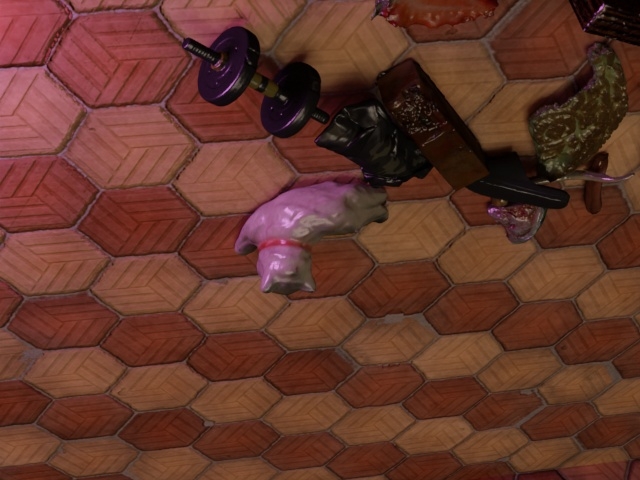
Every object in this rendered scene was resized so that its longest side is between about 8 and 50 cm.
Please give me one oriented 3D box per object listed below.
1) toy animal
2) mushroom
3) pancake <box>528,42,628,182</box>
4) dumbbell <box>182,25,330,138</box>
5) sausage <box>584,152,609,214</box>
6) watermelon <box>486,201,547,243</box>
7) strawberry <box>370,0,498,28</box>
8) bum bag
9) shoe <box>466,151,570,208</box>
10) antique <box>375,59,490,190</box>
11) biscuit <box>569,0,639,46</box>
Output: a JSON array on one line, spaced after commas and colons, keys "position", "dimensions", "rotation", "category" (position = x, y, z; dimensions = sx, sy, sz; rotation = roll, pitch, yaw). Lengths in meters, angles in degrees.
[{"position": [0.000, 0.000, 2.210], "dimensions": [0.308, 0.188, 0.266], "rotation": [7, 130, -17], "category": "toy animal"}, {"position": [0.519, -0.124, 2.263], "dimensions": [0.306, 0.068, 0.043], "rotation": [-12, 144, 14], "category": "mushroom"}, {"position": [0.509, -0.249, 2.126], "dimensions": [0.197, 0.054, 0.376], "rotation": [2, 138, -19], "category": "pancake"}, {"position": [-0.107, -0.278, 1.853], "dimensions": [0.325, 0.143, 0.143], "rotation": [24, 130, -37], "category": "dumbbell"}, {"position": [0.609, -0.123, 2.315], "dimensions": [0.047, 0.040, 0.176], "rotation": [-11, 141, 0], "category": "sausage"}, {"position": [0.434, -0.044, 2.340], "dimensions": [0.139, 0.071, 0.187], "rotation": [10, 146, -10], "category": "watermelon"}, {"position": [0.197, -0.446, 1.760], "dimensions": [0.228, 0.098, 0.174], "rotation": [-3, 142, -16], "category": "strawberry"}, {"position": [0.109, -0.183, 2.058], "dimensions": [0.144, 0.095, 0.340], "rotation": [-27, 153, 19], "category": "bum bag"}, {"position": [0.410, -0.135, 2.207], "dimensions": [0.241, 0.093, 0.108], "rotation": [15, 170, 2], "category": "shoe"}, {"position": [0.222, -0.223, 2.048], "dimensions": [0.087, 0.093, 0.310], "rotation": [-27, 139, 19], "category": "antique"}, {"position": [0.636, -0.399, 1.920], "dimensions": [0.388, 0.107, 0.073], "rotation": [8, 139, -23], "category": "biscuit"}]
